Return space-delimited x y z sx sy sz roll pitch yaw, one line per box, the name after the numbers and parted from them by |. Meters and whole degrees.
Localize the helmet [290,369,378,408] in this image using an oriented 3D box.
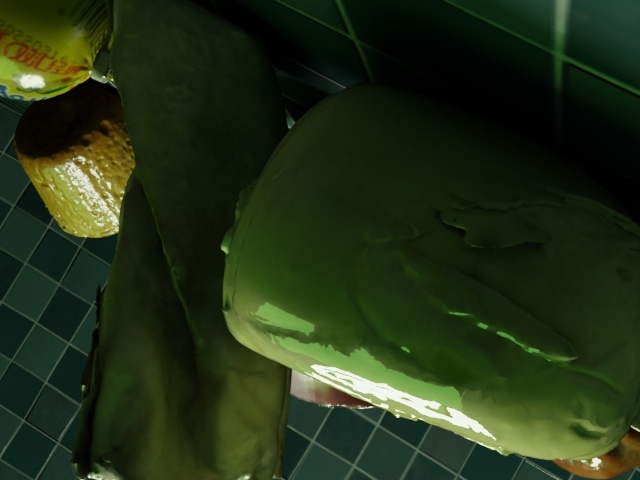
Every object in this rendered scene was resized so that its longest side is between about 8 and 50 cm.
0.000 0.000 0.895 0.253 0.198 0.154 21 143 55 | helmet

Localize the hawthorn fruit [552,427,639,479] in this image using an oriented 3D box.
0.231 0.114 1.011 0.149 0.149 0.189 32 -150 -18 | hawthorn fruit

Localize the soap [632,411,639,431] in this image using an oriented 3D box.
0.302 0.127 0.830 0.252 0.092 0.037 30 177 9 | soap

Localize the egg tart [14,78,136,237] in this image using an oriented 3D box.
-0.306 -0.122 1.552 0.202 0.202 0.147 27 160 38 | egg tart

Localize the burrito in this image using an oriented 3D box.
-0.081 0.001 0.770 0.135 0.332 0.190 3 178 8 | burrito

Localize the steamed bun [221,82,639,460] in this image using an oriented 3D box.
0.079 0.015 0.643 0.232 0.166 0.273 18 179 13 | steamed bun

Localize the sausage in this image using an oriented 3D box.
-0.288 -0.205 0.812 0.347 0.123 0.123 32 175 -4 | sausage
